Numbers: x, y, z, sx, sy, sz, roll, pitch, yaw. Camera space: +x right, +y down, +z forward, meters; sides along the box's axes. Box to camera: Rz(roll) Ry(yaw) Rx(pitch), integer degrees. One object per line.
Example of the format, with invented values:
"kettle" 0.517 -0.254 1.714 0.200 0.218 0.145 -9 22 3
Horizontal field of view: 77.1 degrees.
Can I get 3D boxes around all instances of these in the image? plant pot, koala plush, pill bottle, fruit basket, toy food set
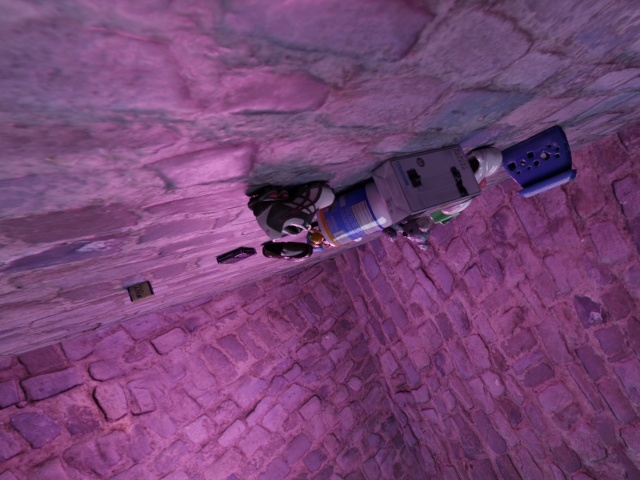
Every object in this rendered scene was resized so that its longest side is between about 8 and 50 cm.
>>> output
"plant pot" 0.888 -0.303 1.623 0.236 0.212 0.236 -24 173 37
"koala plush" 0.430 -0.071 1.881 0.203 0.221 0.196 -24 134 -21
"pill bottle" 0.137 -0.094 1.266 0.272 0.152 0.152 -24 173 20
"fruit basket" 0.612 -0.209 1.731 0.353 0.165 0.327 -30 179 16
"toy food set" 0.000 0.000 1.708 0.128 0.071 0.218 22 180 8

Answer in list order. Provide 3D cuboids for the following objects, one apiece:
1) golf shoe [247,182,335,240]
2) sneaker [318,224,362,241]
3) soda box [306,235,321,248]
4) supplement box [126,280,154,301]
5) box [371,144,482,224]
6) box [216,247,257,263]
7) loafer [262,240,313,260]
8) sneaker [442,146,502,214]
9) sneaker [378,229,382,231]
"golf shoe" -0.056 -0.071 0.999 0.273 0.120 0.105 -16 171 -46
"sneaker" 0.039 -0.062 1.552 0.164 0.086 0.226 14 -179 -36
"soda box" -0.027 0.019 2.023 0.071 0.067 0.210 -5 175 2
"supplement box" -0.691 0.200 1.548 0.083 0.056 0.083 -18 174 -21
"box" 0.309 -0.165 1.152 0.290 0.169 0.087 -16 170 -29
"box" -0.340 0.063 1.641 0.116 0.029 0.162 -22 175 8
"loafer" -0.141 0.043 1.684 0.220 0.080 0.078 -3 166 3
"sneaker" 0.512 -0.217 1.463 0.152 0.114 0.305 -9 142 -34
"sneaker" 0.232 -0.078 2.019 0.294 0.102 0.146 -12 175 -29
